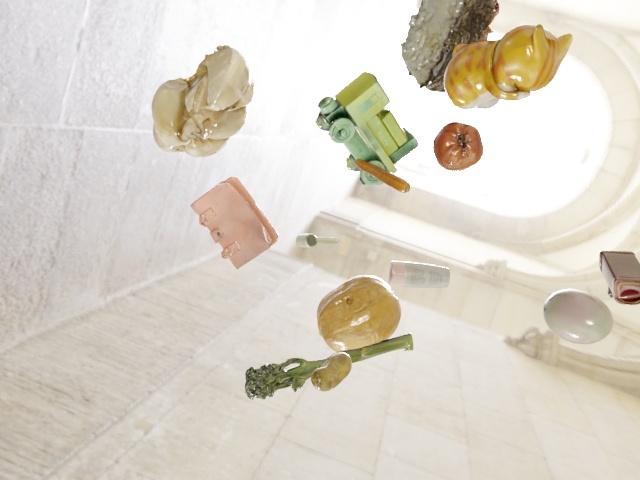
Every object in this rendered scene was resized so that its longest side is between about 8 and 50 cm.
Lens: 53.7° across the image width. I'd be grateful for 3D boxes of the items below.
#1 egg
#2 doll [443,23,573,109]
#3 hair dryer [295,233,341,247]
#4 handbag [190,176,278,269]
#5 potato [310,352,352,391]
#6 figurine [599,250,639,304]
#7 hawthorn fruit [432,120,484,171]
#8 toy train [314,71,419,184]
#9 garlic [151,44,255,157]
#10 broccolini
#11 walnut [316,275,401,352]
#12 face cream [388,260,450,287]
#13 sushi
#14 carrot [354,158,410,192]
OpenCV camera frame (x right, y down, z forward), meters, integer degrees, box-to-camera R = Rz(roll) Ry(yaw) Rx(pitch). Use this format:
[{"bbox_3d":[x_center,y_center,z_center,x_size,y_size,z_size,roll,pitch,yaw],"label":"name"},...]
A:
[{"bbox_3d":[0.497,0.148,1.225,0.103,0.135,0.103,-12,111,-34],"label":"egg"},{"bbox_3d":[0.400,-0.378,1.393,0.167,0.269,0.162,-17,102,-39],"label":"doll"},{"bbox_3d":[0.000,0.000,1.725,0.063,0.124,0.038,2,-88,61],"label":"hair dryer"},{"bbox_3d":[-0.226,-0.044,1.655,0.157,0.212,0.059,-32,-173,24],"label":"handbag"},{"bbox_3d":[0.019,0.227,1.078,0.092,0.045,0.046,-33,144,-44],"label":"potato"},{"bbox_3d":[0.698,0.101,1.470,0.154,0.082,0.098,-84,179,-53],"label":"figurine"},{"bbox_3d":[0.353,-0.243,1.652,0.138,0.133,0.133,88,22,-81],"label":"hawthorn fruit"},{"bbox_3d":[0.162,-0.370,2.162,0.253,0.397,0.160,-38,-144,3],"label":"toy train"},{"bbox_3d":[-0.254,-0.280,1.399,0.185,0.281,0.203,53,23,-41],"label":"garlic"},{"bbox_3d":[0.029,0.266,1.346,0.079,0.392,0.074,96,-23,-51],"label":"broccolini"},{"bbox_3d":[0.096,0.191,1.639,0.193,0.226,0.193,-21,90,-82],"label":"walnut"},{"bbox_3d":[0.326,0.117,2.099,0.057,0.198,0.084,-98,-166,-81],"label":"face cream"},{"bbox_3d":[0.349,-0.572,1.692,0.182,0.196,0.343,-10,137,-38],"label":"sushi"},{"bbox_3d":[0.189,-0.205,1.969,0.043,0.248,0.043,-22,128,-31],"label":"carrot"}]
